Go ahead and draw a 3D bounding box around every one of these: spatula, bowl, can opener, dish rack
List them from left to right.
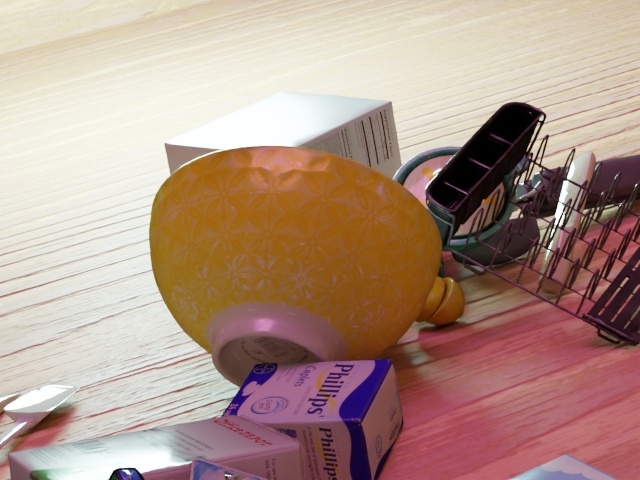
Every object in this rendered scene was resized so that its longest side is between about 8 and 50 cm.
[{"bbox_3d":[-0.357,0.188,1.844,0.168,0.019,0.242,0,16,20],"label":"spatula"},{"bbox_3d":[-0.035,0.055,1.800,0.289,0.289,0.156,-3,53,18],"label":"bowl"},{"bbox_3d":[0.263,-0.030,2.128,0.283,0.095,0.076,-10,-11,-23],"label":"can opener"},{"bbox_3d":[0.255,-0.013,1.891,0.271,0.074,0.208,29,46,16],"label":"dish rack"}]

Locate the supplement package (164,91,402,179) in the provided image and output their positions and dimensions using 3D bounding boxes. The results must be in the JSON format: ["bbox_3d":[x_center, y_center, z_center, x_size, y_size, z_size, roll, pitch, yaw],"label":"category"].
[{"bbox_3d":[-0.038,-0.074,2.248,0.194,0.149,0.203,9,27,43],"label":"supplement package"}]

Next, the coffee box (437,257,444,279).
[{"bbox_3d":[0.081,0.018,2.097,0.113,0.040,0.184,-8,20,5],"label":"coffee box"}]

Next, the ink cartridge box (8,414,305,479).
[{"bbox_3d":[-0.132,0.210,1.533,0.208,0.087,0.153,-8,9,-23],"label":"ink cartridge box"}]

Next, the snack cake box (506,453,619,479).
[{"bbox_3d":[0.215,0.256,1.211,0.089,0.152,0.264,-20,22,-26],"label":"snack cake box"}]

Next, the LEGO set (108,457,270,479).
[{"bbox_3d":[-0.049,0.248,1.408,0.244,0.060,0.182,19,28,-10],"label":"LEGO set"}]

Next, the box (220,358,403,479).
[{"bbox_3d":[-0.007,0.165,1.690,0.137,0.072,0.126,-3,21,17],"label":"box"}]

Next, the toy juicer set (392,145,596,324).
[{"bbox_3d":[0.145,-0.014,1.974,0.329,0.089,0.209,-6,52,-1],"label":"toy juicer set"}]
